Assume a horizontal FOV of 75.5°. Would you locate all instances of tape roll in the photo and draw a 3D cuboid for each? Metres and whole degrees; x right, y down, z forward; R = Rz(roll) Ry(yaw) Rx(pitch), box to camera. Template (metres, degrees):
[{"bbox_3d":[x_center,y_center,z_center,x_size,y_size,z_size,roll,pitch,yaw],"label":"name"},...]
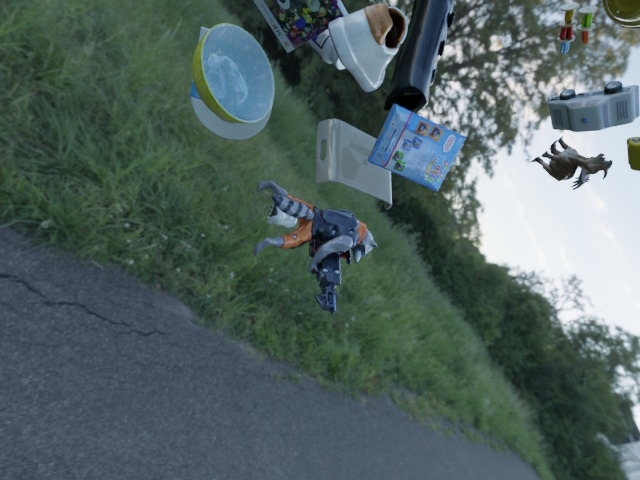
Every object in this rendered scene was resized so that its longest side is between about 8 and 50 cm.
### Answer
[{"bbox_3d":[-0.429,-0.682,2.016,0.072,0.391,0.392,-89,154,-50],"label":"tape roll"}]

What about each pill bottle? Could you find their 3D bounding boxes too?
[{"bbox_3d":[0.031,-0.680,1.421,0.187,0.112,0.112,51,10,18],"label":"pill bottle"}]

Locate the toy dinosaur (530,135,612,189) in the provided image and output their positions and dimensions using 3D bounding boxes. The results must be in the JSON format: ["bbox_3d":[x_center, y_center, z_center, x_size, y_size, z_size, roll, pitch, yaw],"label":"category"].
[{"bbox_3d":[0.920,-0.272,1.549,0.200,0.127,0.295,49,7,7],"label":"toy dinosaur"}]

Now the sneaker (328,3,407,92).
[{"bbox_3d":[0.112,-0.358,0.780,0.106,0.122,0.290,68,19,-6],"label":"sneaker"}]

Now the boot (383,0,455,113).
[{"bbox_3d":[0.274,-0.579,1.038,0.367,0.146,0.446,24,87,-78],"label":"boot"}]

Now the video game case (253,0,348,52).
[{"bbox_3d":[-0.068,-0.713,1.242,0.210,0.231,0.042,50,41,-34],"label":"video game case"}]

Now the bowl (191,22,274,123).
[{"bbox_3d":[-0.299,-0.505,1.304,0.289,0.155,0.290,1,89,-51],"label":"bowl"}]

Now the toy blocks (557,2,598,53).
[{"bbox_3d":[0.829,-0.677,1.342,0.123,0.054,0.148,57,-9,48],"label":"toy blocks"}]

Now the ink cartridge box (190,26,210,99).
[{"bbox_3d":[-0.404,-0.720,1.742,0.197,0.197,0.270,-82,-172,-69],"label":"ink cartridge box"}]

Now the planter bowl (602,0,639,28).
[{"bbox_3d":[0.918,-0.720,1.206,0.217,0.090,0.217,45,-24,26],"label":"planter bowl"}]

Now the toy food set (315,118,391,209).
[{"bbox_3d":[0.117,-0.245,1.372,0.305,0.092,0.220,16,66,-35],"label":"toy food set"}]

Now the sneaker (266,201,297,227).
[{"bbox_3d":[-0.150,-0.103,1.684,0.292,0.118,0.110,-134,-113,-86],"label":"sneaker"}]

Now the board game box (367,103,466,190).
[{"bbox_3d":[0.254,-0.244,1.099,0.211,0.160,0.039,21,19,-12],"label":"board game box"}]

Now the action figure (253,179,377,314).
[{"bbox_3d":[0.000,0.000,1.057,0.329,0.179,0.342,11,48,-25],"label":"action figure"}]

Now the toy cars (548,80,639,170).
[{"bbox_3d":[0.721,-0.245,0.962,0.393,0.087,0.177,33,-28,11],"label":"toy cars"}]
